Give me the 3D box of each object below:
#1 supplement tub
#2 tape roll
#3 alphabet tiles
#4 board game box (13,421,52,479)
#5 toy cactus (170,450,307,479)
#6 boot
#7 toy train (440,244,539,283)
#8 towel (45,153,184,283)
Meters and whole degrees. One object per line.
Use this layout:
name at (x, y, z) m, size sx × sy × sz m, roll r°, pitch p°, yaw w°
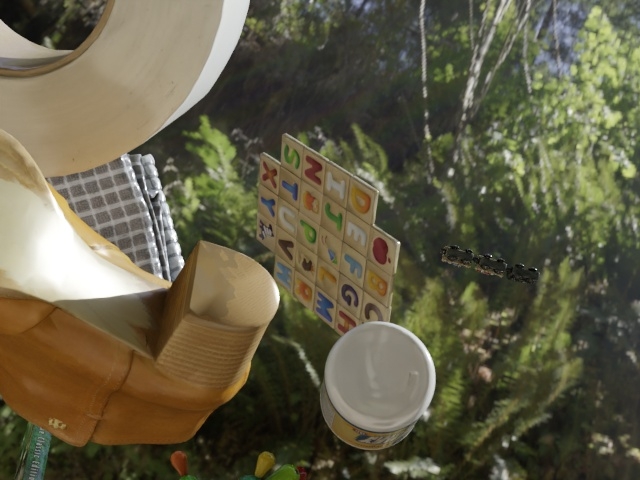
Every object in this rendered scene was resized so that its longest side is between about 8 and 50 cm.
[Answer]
supplement tub at (0.073, 0.206, 1.207) m, size 0.144 × 0.144 × 0.200 m, roll 22°, pitch -22°, yaw 7°
tape roll at (-0.191, -0.188, 0.579) m, size 0.286 × 0.100 × 0.286 m, roll 2°, pitch -71°, yaw 6°
alphabet tiles at (0.000, 0.000, 1.414) m, size 0.342 × 0.011 × 0.285 m, roll 36°, pitch -48°, yaw 40°
board game box at (-0.383, 0.298, 1.162) m, size 0.030 × 0.260 × 0.136 m, roll 15°, pitch -58°, yaw -16°
toy cactus at (-0.130, 0.302, 1.037) m, size 0.219 × 0.112 × 0.180 m, roll -9°, pitch -10°, yaw 5°
boot at (-0.185, 0.045, 0.531) m, size 0.295 × 0.104 × 0.211 m, roll 23°, pitch -41°, yaw -14°
toy train at (0.258, 0.038, 1.352) m, size 0.158 × 0.027 × 0.036 m, roll 16°, pitch -17°, yaw -6°
towel at (-0.303, 0.035, 1.006) m, size 0.283 × 0.235 × 0.121 m, roll -16°, pitch -9°, yaw 3°
